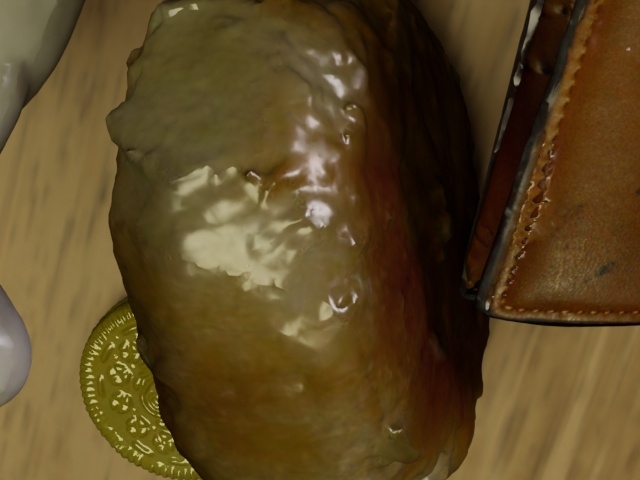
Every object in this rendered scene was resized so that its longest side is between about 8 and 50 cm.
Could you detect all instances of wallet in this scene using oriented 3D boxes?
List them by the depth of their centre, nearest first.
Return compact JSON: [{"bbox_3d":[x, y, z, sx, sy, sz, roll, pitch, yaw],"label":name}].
[{"bbox_3d":[0.147,-0.043,0.615,0.195,0.042,0.161,0,121,-24],"label":"wallet"}]

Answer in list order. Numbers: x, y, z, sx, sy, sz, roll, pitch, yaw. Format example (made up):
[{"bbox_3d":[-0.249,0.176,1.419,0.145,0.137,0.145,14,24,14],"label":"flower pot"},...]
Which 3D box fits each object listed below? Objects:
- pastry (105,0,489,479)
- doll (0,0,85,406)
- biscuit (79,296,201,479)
[{"bbox_3d":[0.000,0.000,0.637,0.093,0.182,0.192,-3,113,19],"label":"pastry"},{"bbox_3d":[-0.168,-0.069,0.646,0.242,0.159,0.311,-13,68,0],"label":"doll"},{"bbox_3d":[-0.056,0.058,0.766,0.084,0.023,0.084,6,113,13],"label":"biscuit"}]
